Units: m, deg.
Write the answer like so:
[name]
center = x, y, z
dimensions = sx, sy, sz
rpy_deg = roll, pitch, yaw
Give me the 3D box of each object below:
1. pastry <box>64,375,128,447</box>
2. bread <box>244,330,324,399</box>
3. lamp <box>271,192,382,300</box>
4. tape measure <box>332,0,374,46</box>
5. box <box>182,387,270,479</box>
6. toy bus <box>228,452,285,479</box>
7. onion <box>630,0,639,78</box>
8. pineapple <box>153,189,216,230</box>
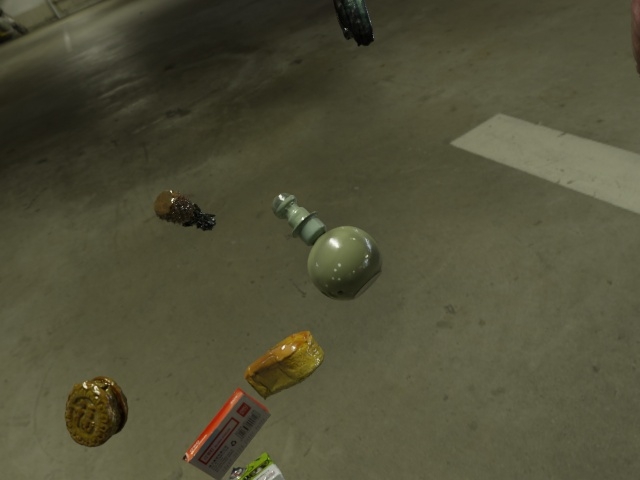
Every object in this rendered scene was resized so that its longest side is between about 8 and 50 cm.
[pastry]
center = -0.340, 0.259, 0.697
dimensions = 0.109, 0.097, 0.057
rpy_deg = 6, 2, 23
[bread]
center = -0.089, 0.288, 1.077
dimensions = 0.245, 0.094, 0.102
rpy_deg = -39, 3, 43
[lamp]
center = 0.000, 0.000, 0.566
dimensions = 0.091, 0.091, 0.163
rpy_deg = -40, 72, -22
[tape measure]
center = 0.012, -0.364, 0.371
dimensions = 0.097, 0.215, 0.351
rpy_deg = -5, 72, -14
[box]
center = -0.252, 0.530, 1.248
dimensions = 0.229, 0.123, 0.050
rpy_deg = -51, 27, -15
[toy bus]
center = -0.188, 0.548, 0.869
dimensions = 0.301, 0.113, 0.139
rpy_deg = -31, 3, -26
[onion]
center = 0.361, -0.184, 0.319
dimensions = 0.283, 0.227, 0.120
rpy_deg = -28, 22, 10
[pineapple]
center = -0.291, -0.058, 1.016
dimensions = 0.074, 0.159, 0.074
rpy_deg = -8, 71, 23
